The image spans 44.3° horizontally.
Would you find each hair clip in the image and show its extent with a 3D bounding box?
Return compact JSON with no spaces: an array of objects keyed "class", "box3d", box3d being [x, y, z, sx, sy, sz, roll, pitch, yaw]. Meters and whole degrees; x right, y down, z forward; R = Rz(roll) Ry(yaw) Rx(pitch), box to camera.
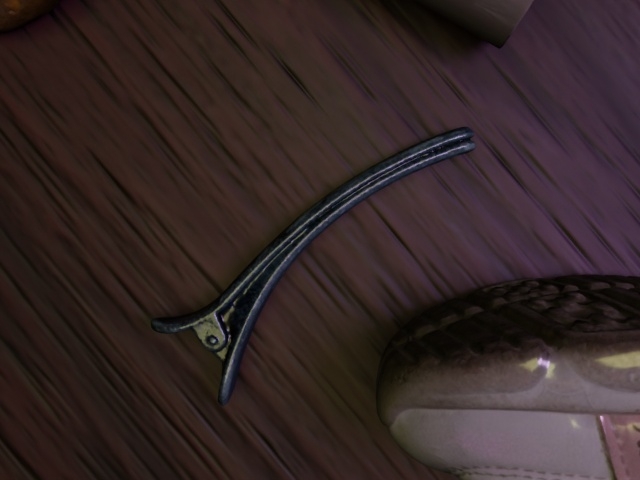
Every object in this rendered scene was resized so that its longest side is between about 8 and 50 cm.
[{"class":"hair clip","box3d":[0.000,0.000,0.486,0.229,0.039,0.070,-43,88,3]}]

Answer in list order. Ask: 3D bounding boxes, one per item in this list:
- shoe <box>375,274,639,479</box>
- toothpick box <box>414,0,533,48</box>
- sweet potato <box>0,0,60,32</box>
[{"class":"shoe","box3d":[0.204,0.125,0.411,0.351,0.172,0.198,1,95,5]},{"class":"toothpick box","box3d":[0.051,-0.199,0.440,0.181,0.111,0.111,31,94,1]},{"class":"sweet potato","box3d":[-0.123,-0.243,0.462,0.292,0.097,0.097,-41,89,9]}]
